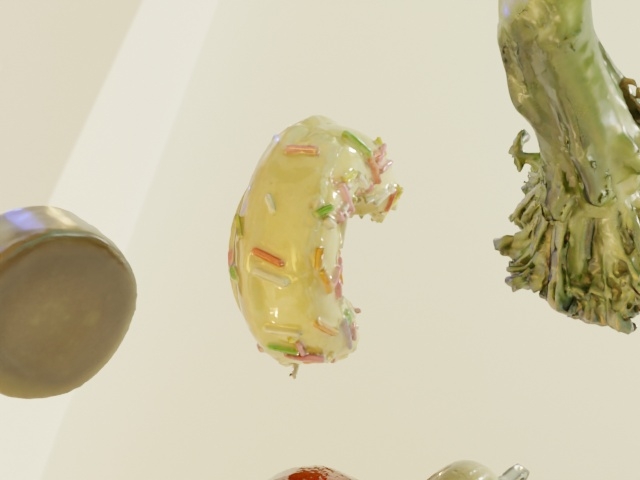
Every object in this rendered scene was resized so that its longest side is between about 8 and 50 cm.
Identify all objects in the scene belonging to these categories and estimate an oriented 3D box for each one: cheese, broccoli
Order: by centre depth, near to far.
[{"bbox_3d":[0.185,-0.065,0.609,0.165,0.304,0.145,7,-127,34],"label":"broccoli"},{"bbox_3d":[0.118,0.221,0.678,0.048,0.171,0.092,34,-84,33],"label":"cheese"}]

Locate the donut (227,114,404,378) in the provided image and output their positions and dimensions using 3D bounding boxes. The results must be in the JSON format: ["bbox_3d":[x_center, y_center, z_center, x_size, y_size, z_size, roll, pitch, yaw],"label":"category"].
[{"bbox_3d":[0.000,-0.010,1.214,0.150,0.307,0.371,7,-115,27],"label":"donut"}]

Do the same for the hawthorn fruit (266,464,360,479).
[{"bbox_3d":[0.030,0.334,0.907,0.226,0.196,0.196,-13,-134,27],"label":"hawthorn fruit"}]

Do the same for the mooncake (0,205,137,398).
[{"bbox_3d":[-0.433,0.090,1.297,0.284,0.284,0.156,-35,-138,-23],"label":"mooncake"}]
